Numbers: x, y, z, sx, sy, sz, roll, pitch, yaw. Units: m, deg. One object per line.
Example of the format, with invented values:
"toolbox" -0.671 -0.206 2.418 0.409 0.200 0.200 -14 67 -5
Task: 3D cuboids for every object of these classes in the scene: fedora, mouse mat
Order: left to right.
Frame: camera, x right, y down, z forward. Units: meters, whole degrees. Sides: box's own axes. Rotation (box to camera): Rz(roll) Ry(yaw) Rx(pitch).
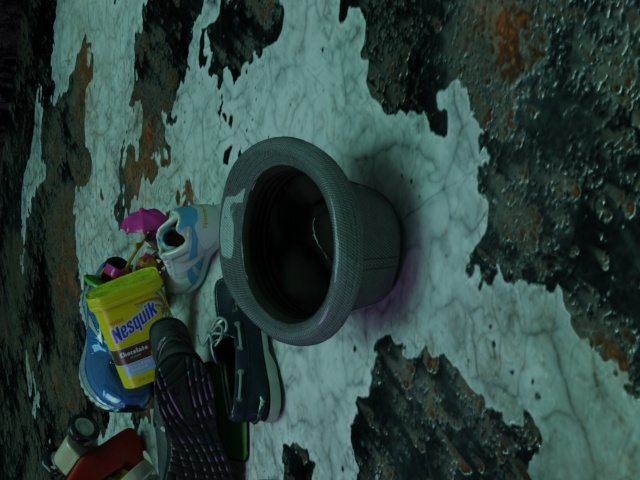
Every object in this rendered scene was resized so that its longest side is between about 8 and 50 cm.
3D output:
"mouse mat" -0.149 0.262 1.832 0.190 0.007 0.152 -13 77 62
"fedora" 0.000 0.000 1.407 0.275 0.124 0.243 12 101 55

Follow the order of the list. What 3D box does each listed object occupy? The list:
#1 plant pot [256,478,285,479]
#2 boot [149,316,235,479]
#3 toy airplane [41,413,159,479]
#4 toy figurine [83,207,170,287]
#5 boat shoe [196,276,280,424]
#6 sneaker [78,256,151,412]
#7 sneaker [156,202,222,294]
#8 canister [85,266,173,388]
"plant pot" 0.079 0.332 1.051 0.256 0.274 0.256 -5 85 64
"boot" -0.202 0.301 1.831 0.223 0.118 0.338 -137 46 -74
"toy airplane" -0.399 0.517 2.033 0.384 0.272 0.386 -57 10 -9
"toy figurine" -0.302 0.024 2.048 0.130 0.173 0.159 26 92 41
"boat shoe" -0.124 0.153 1.705 0.095 0.079 0.254 120 143 -47
"sneaker" -0.373 0.167 2.162 0.147 0.130 0.330 115 146 -44
"sneaker" -0.222 0.011 1.903 0.228 0.092 0.087 124 138 -49
"canister" -0.298 0.145 1.952 0.073 0.126 0.170 -142 31 -69
